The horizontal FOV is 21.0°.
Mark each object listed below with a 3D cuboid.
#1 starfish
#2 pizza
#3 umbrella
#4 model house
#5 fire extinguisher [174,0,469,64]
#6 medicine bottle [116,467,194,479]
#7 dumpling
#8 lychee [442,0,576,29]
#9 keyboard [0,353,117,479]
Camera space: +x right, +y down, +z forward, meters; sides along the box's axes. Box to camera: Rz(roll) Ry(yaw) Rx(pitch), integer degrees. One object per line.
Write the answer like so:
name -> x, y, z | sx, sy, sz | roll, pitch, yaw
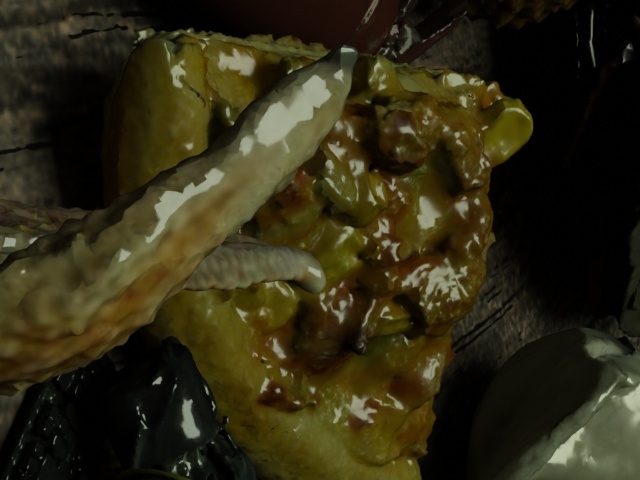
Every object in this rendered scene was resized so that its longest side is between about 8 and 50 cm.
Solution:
starfish -> -0.179, -0.060, 0.484 | 0.384, 0.398, 0.132 | -25, 135, -66
pizza -> -0.017, 0.030, 0.898 | 0.257, 0.087, 0.268 | 2, 109, -38
umbrella -> -0.041, 0.220, 0.833 | 0.154, 0.128, 0.337 | -71, 139, -60
model house -> 0.236, -0.105, 1.308 | 0.317, 0.297, 0.282 | 6, 48, -46
fire extinguisher -> -0.023, -0.173, 0.909 | 0.147, 0.106, 0.337 | -54, 141, -2
medicine bottle -> -0.100, 0.213, 0.680 | 0.239, 0.124, 0.124 | -51, 130, -26
dumpling -> 0.174, 0.183, 1.182 | 0.243, 0.175, 0.227 | 40, 80, -31
lychee -> 0.135, -0.259, 1.133 | 0.200, 0.200, 0.238 | -18, 123, -59
keyboard -> -0.133, 0.129, 0.783 | 0.060, 0.018, 0.195 | 57, 40, -42
